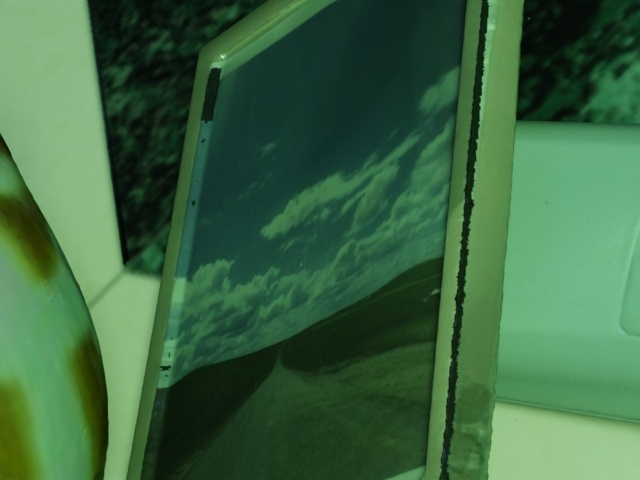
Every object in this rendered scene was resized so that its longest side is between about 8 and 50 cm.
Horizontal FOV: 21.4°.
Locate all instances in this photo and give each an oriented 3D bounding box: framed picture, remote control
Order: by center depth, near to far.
[{"bbox_3d":[0.114,0.006,0.533,0.293,0.051,0.103,4,68,42],"label":"remote control"},{"bbox_3d":[0.000,0.000,0.599,0.189,0.023,0.260,-28,45,45],"label":"framed picture"}]

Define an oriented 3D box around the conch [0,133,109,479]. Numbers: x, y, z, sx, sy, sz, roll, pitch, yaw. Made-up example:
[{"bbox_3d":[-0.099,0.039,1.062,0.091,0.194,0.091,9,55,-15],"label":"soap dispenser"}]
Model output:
[{"bbox_3d":[-0.194,0.107,0.574,0.368,0.197,0.249,-48,13,-5],"label":"conch"}]
